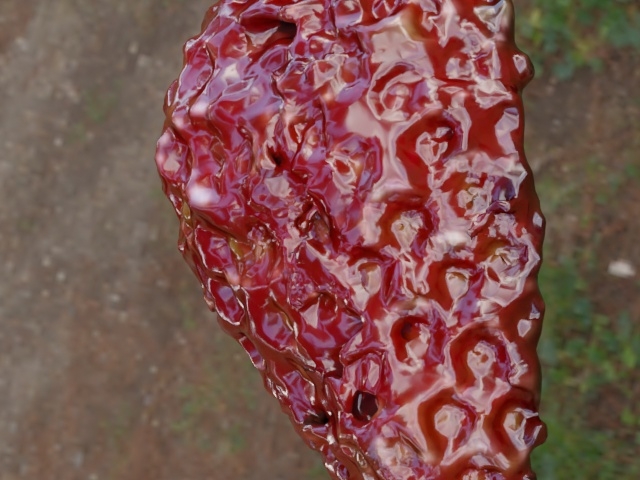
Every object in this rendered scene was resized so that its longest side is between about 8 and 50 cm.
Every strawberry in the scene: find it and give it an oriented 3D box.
[{"bbox_3d":[0.000,0.000,0.658,0.190,0.111,0.236,121,144,-55],"label":"strawberry"}]
